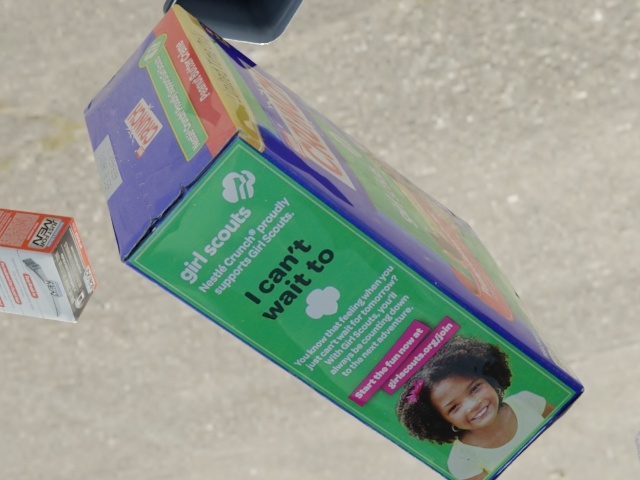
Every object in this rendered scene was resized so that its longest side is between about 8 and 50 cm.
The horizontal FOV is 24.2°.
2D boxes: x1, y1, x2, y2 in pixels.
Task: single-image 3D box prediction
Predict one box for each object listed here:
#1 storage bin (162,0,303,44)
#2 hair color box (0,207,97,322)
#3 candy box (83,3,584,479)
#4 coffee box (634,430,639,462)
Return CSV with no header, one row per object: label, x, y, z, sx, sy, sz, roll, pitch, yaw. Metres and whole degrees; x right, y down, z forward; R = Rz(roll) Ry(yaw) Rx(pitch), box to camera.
storage bin,-0.092,-0.257,1.415,0.135,0.091,0.098,2,136,-39
hair color box,-0.299,0.017,1.373,0.167,0.053,0.093,8,137,18
candy box,0.000,0.000,1.050,0.317,0.268,0.122,34,103,-26
coffee box,0.456,0.182,0.972,0.338,0.338,0.334,31,112,-9
